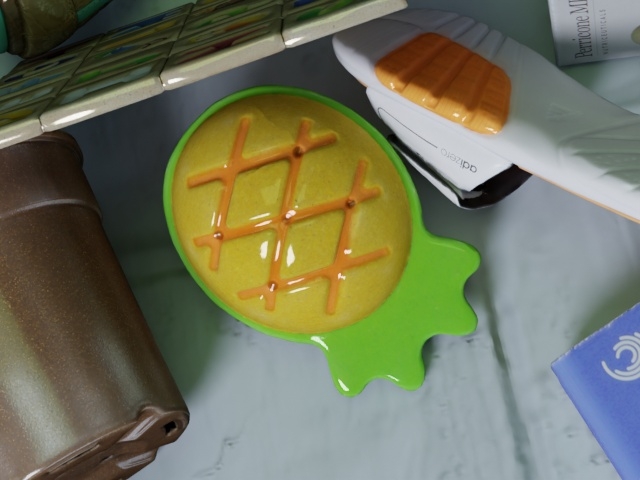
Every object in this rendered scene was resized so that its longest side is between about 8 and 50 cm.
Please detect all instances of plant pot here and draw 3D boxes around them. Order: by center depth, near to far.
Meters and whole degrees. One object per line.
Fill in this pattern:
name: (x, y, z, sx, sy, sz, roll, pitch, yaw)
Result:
plant pot: (-0.161, 0.056, 0.895, 0.167, 0.167, 0.165, -31, 76, -1)

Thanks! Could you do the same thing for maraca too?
maraca: (0.000, 0.000, 0.911, 0.185, 0.099, 0.127, 43, 100, 0)

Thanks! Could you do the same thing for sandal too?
sandal: (0.105, -0.044, 0.902, 0.102, 0.076, 0.265, -23, 44, -40)

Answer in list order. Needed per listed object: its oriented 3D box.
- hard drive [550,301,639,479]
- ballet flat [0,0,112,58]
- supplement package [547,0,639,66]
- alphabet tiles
hard drive: (0.281, 0.133, 0.811, 0.210, 0.040, 0.319, -35, 67, 10)
ballet flat: (-0.212, -0.257, 1.047, 0.124, 0.116, 0.342, -25, 62, -20)
supplement package: (0.238, -0.233, 0.890, 0.262, 0.199, 0.198, -6, 69, 9)
alphabet tiles: (-0.073, -0.105, 0.887, 0.342, 0.285, 0.011, -19, 104, 4)
